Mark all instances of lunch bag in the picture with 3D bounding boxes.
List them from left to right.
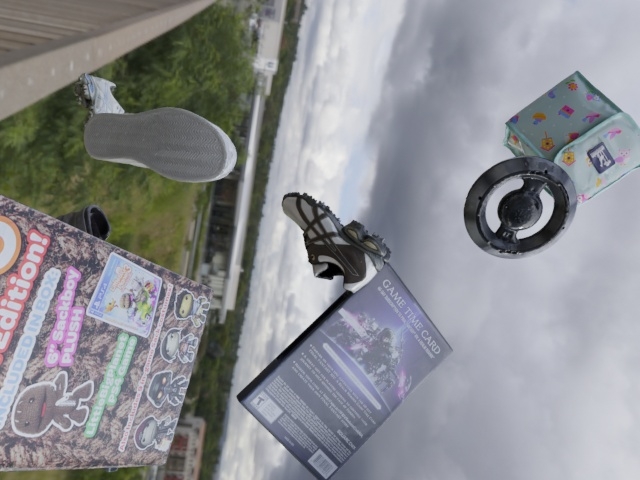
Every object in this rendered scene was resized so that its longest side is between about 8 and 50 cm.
[{"bbox_3d":[0.593,-0.224,1.380,0.262,0.223,0.160,55,1,25],"label":"lunch bag"}]

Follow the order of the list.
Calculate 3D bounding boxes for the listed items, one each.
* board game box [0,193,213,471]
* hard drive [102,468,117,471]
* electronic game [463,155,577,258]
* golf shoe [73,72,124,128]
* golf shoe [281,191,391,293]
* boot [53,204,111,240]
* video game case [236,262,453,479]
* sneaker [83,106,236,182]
[{"bbox_3d":[-0.255,0.049,0.382,0.291,0.232,0.141,40,60,-61],"label":"board game box"},{"bbox_3d":[-0.333,0.274,0.913,0.022,0.094,0.135,14,84,-53],"label":"hard drive"},{"bbox_3d":[0.410,-0.064,1.222,0.048,0.229,0.229,-87,-173,-63],"label":"electronic game"},{"bbox_3d":[-0.419,-0.243,1.160,0.069,0.086,0.176,-25,-104,47],"label":"golf shoe"},{"bbox_3d":[0.000,0.000,0.829,0.094,0.198,0.077,-54,142,-5],"label":"golf shoe"},{"bbox_3d":[-0.508,0.106,1.148,0.118,0.223,0.338,-18,103,-79],"label":"boot"},{"bbox_3d":[0.045,0.186,0.839,0.274,0.196,0.026,-43,-156,-12],"label":"video game case"},{"bbox_3d":[-0.217,-0.150,0.956,0.169,0.293,0.108,0,103,-59],"label":"sneaker"}]
